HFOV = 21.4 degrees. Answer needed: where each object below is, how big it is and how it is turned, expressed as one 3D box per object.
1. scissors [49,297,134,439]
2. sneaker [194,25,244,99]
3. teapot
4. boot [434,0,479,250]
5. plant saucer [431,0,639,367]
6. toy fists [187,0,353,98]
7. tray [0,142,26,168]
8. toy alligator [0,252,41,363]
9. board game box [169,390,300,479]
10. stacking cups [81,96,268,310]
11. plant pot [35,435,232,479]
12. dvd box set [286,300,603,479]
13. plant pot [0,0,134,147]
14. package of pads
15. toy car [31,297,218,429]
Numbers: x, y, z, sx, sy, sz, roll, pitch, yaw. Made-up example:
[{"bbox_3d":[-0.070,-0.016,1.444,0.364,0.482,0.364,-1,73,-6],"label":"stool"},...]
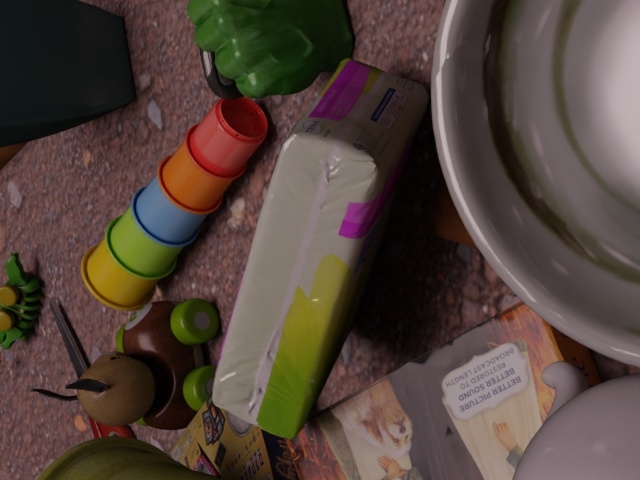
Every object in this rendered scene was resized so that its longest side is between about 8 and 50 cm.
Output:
[{"bbox_3d":[-0.278,0.194,2.114,0.109,0.021,0.297,-37,65,51],"label":"scissors"},{"bbox_3d":[-0.110,-0.256,1.791,0.132,0.086,0.229,-6,80,57],"label":"sneaker"},{"bbox_3d":[0.280,0.181,1.253,0.256,0.187,0.252,36,154,2],"label":"teapot"},{"bbox_3d":[0.186,-0.101,1.408,0.264,0.096,0.280,18,111,46],"label":"boot"},{"bbox_3d":[0.281,-0.105,1.207,0.400,0.100,0.400,5,102,24],"label":"plant saucer"},{"bbox_3d":[-0.079,-0.271,1.666,0.096,0.142,0.279,-26,80,51],"label":"toy fists"},{"bbox_3d":[-0.513,-0.286,2.310,0.203,0.076,0.411,-34,69,49],"label":"tray"},{"bbox_3d":[-0.401,0.106,2.237,0.051,0.056,0.190,17,114,7],"label":"toy alligator"},{"bbox_3d":[-0.089,0.245,1.811,0.243,0.042,0.165,-54,45,50],"label":"board game box"},{"bbox_3d":[-0.164,-0.044,1.865,0.316,0.096,0.096,-50,56,44],"label":"stacking cups"},{"bbox_3d":[-0.118,0.330,1.619,0.254,0.276,0.276,-3,93,41],"label":"plant pot"},{"bbox_3d":[0.156,0.298,1.456,0.307,0.062,0.420,-31,69,32],"label":"dvd box set"},{"bbox_3d":[-0.348,-0.199,1.971,0.165,0.234,0.166,-16,83,52],"label":"plant pot"},{"bbox_3d":[0.000,0.000,1.562,0.101,0.229,0.297,21,117,5],"label":"package of pads"},{"bbox_3d":[-0.224,0.148,1.893,0.155,0.188,0.149,-20,79,52],"label":"toy car"}]
